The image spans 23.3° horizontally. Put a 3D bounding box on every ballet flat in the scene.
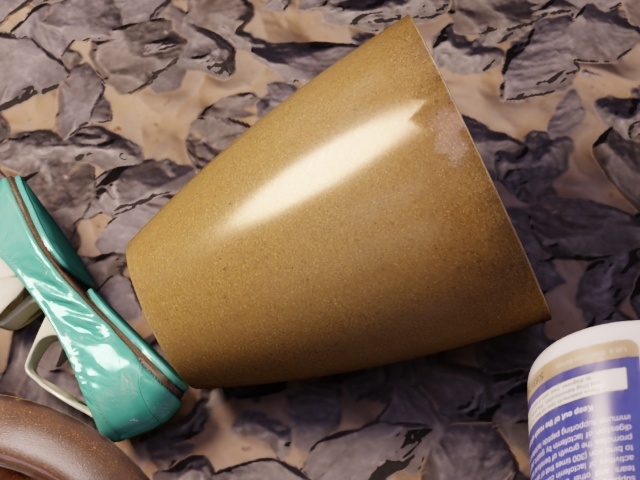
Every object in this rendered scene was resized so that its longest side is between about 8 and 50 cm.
[{"bbox_3d":[-0.197,0.053,1.151,0.087,0.083,0.247,-40,63,-3],"label":"ballet flat"}]

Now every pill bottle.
[{"bbox_3d":[0.213,0.198,0.999,0.153,0.153,0.264,1,59,4],"label":"pill bottle"}]

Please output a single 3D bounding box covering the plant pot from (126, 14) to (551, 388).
[{"bbox_3d":[0.000,0.000,1.103,0.254,0.237,0.237,-25,61,4],"label":"plant pot"}]

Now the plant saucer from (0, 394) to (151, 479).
[{"bbox_3d":[-0.231,0.251,0.984,0.311,0.050,0.310,1,82,-6],"label":"plant saucer"}]
